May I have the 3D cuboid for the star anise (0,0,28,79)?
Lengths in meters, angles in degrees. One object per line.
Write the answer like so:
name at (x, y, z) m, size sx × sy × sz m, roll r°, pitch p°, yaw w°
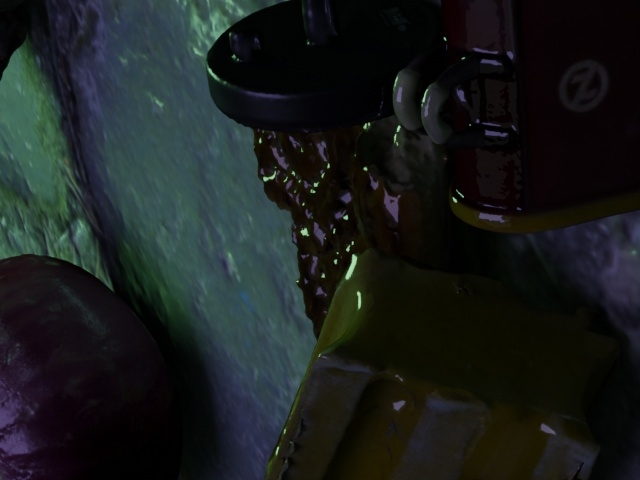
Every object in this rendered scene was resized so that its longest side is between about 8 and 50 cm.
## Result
star anise at (-0.246, -0.187, 1.279) m, size 0.231 × 0.089 × 0.209 m, roll 54°, pitch 162°, yaw 39°

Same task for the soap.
soap at (0.044, 0.111, 0.894) m, size 0.135 × 0.076 × 0.233 m, roll 20°, pitch 139°, yaw 1°

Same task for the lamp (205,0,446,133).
lamp at (0.035, -0.221, 0.790) m, size 0.130 × 0.108 × 0.371 m, roll -129°, pitch 45°, yaw -55°

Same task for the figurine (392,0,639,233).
figurine at (0.074, -0.078, 0.753) m, size 0.082 × 0.098 × 0.154 m, roll 36°, pitch 141°, yaw 53°

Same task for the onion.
onion at (-0.176, 0.122, 1.282) m, size 0.200 × 0.200 × 0.207 m, roll 40°, pitch 120°, yaw 45°

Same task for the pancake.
pancake at (0.000, 0.000, 0.984) m, size 0.244 × 0.057 × 0.266 m, roll 56°, pitch 150°, yaw 24°
